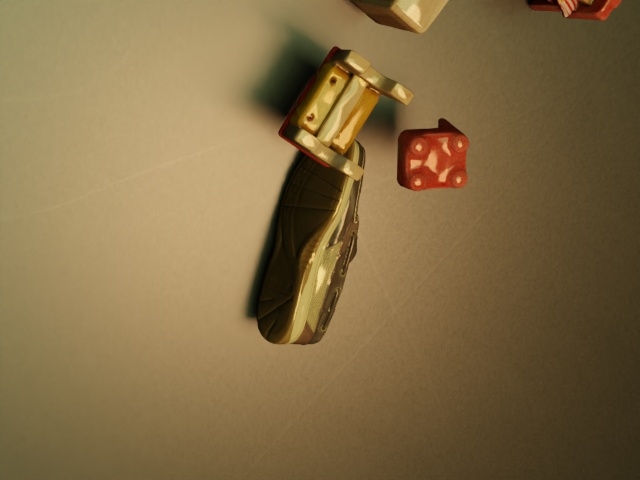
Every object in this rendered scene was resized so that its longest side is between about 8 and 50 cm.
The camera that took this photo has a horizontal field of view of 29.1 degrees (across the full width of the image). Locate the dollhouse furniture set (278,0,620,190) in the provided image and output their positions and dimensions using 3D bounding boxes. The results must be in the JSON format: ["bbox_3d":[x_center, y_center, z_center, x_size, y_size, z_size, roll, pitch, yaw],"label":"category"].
[{"bbox_3d":[0.132,-0.212,1.201,0.201,0.152,0.374,32,93,-23],"label":"dollhouse furniture set"}]

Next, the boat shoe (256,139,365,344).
[{"bbox_3d":[0.001,0.001,1.254,0.073,0.080,0.224,14,95,-45],"label":"boat shoe"}]
